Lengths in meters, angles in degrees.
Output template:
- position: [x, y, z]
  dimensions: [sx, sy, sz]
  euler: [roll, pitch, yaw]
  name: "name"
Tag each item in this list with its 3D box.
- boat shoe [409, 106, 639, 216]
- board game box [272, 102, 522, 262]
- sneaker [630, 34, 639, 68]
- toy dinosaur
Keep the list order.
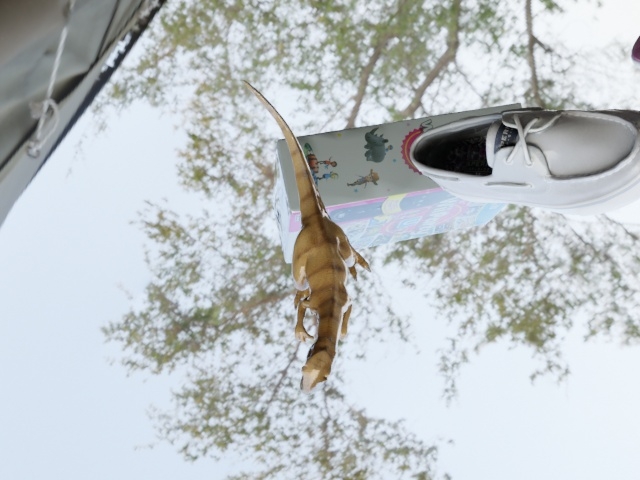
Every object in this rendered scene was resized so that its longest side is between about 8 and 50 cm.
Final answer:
- position: [0.131, -0.059, 0.455]
  dimensions: [0.063, 0.066, 0.184]
  euler: [17, 179, -33]
  name: "boat shoe"
- position: [0.096, -0.068, 0.914]
  dimensions: [0.303, 0.224, 0.097]
  euler: [-11, -105, -8]
  name: "board game box"
- position: [0.483, -0.196, 0.795]
  dimensions: [0.095, 0.236, 0.104]
  euler: [-56, -49, -15]
  name: "sneaker"
- position: [0.000, 0.000, 0.493]
  dimensions: [0.064, 0.112, 0.211]
  euler: [-12, -111, 2]
  name: "toy dinosaur"
